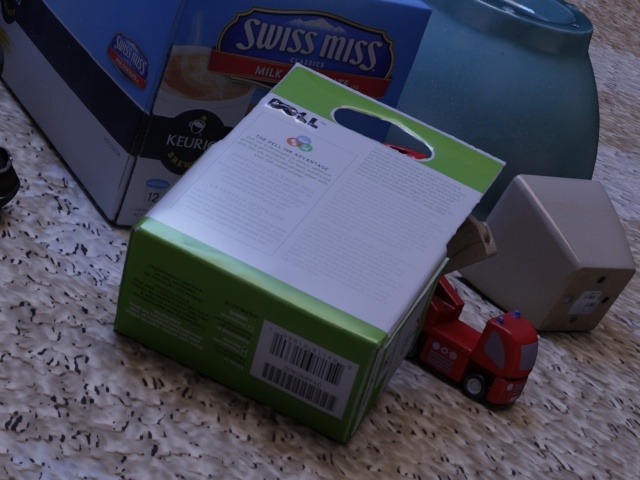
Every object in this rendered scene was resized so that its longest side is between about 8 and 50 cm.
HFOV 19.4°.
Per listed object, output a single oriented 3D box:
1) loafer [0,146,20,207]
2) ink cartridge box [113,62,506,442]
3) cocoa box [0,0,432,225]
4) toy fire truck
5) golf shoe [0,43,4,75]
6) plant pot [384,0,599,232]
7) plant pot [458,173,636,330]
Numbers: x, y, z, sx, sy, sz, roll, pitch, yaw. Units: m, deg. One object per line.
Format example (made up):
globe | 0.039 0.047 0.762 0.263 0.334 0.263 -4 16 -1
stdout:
loafer | -0.318 -0.076 1.347 0.220 0.078 0.080 13 22 -21
ink cartridge box | 0.000 0.000 1.337 0.189 0.097 0.255 26 39 11
cocoa box | -0.109 -0.180 1.595 0.231 0.228 0.347 7 25 -33
toy fire truck | 0.091 0.023 1.417 0.192 0.135 0.047 31 23 24
golf shoe | -0.364 -0.205 1.596 0.273 0.105 0.120 29 17 20
plant pot | 0.135 -0.143 1.723 0.293 0.196 0.293 19 21 -7
plant pot | 0.202 0.018 1.591 0.109 0.109 0.096 3 39 -40
